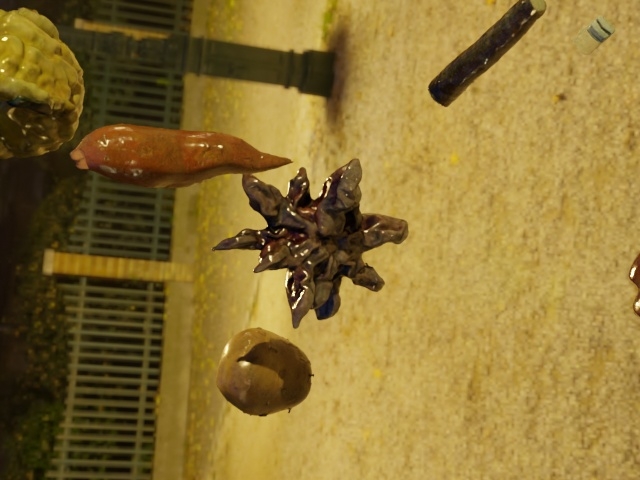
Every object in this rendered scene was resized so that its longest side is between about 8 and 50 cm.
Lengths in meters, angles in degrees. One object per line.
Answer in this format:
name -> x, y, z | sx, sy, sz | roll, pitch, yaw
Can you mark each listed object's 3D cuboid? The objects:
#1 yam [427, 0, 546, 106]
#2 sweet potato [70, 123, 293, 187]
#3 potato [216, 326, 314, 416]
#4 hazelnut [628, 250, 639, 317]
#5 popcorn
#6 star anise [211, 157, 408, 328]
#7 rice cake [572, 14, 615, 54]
yam -> 0.282, -0.323, 1.494 | 0.274, 0.061, 0.061 | -40, 43, 48
sweet potato -> -0.114, -0.072, 0.746 | 0.056, 0.194, 0.057 | 178, 90, -71
potato -> -0.093, 0.208, 1.369 | 0.137, 0.176, 0.137 | -23, 52, 32
hazelnut -> 0.493, 0.068, 1.104 | 0.202, 0.170, 0.161 | -106, 35, -47
popcorn -> -0.529, -0.259, 1.433 | 0.293, 0.292, 0.237 | 128, 139, -66
star anise -> -0.001, 0.004, 1.147 | 0.212, 0.283, 0.129 | -50, 41, -5
rice cake -> 0.359, -0.270, 1.152 | 0.029, 0.033, 0.171 | -45, -3, 12
